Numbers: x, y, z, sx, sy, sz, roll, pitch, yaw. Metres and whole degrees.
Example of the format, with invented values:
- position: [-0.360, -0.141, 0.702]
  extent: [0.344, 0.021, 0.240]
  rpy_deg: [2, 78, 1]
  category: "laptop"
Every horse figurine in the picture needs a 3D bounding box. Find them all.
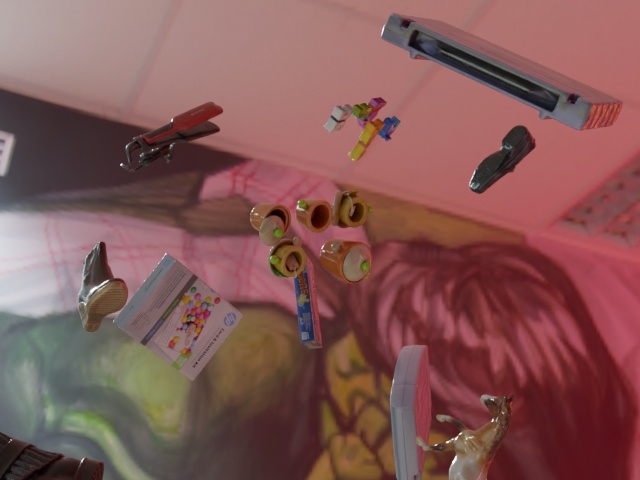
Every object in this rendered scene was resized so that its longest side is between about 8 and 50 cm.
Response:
- position: [0.200, 0.355, 1.635]
  extent: [0.066, 0.263, 0.174]
  rpy_deg: [35, -23, -32]
  category: "horse figurine"

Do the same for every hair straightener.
- position: [-0.260, -0.164, 1.895]
  extent: [0.047, 0.230, 0.089]
  rpy_deg: [31, -47, 22]
  category: "hair straightener"

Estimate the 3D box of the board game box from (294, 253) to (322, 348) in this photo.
- position: [-0.031, 0.141, 2.488]
  extent: [0.035, 0.201, 0.136]
  rpy_deg: [-8, -12, 5]
  category: "board game box"

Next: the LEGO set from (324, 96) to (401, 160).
- position: [0.083, -0.216, 2.171]
  extent: [0.087, 0.227, 0.093]
  rpy_deg: [41, -65, 13]
  category: "LEGO set"

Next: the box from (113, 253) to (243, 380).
- position: [-0.235, 0.131, 1.822]
  extent: [0.038, 0.145, 0.186]
  rpy_deg: [28, -13, 48]
  category: "box"

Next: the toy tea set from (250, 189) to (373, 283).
- position: [0.000, 0.000, 2.323]
  extent: [0.336, 0.200, 0.124]
  rpy_deg: [-5, 17, -41]
  category: "toy tea set"

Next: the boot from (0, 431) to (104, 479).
- position: [-0.544, 0.470, 1.847]
  extent: [0.260, 0.348, 0.131]
  rpy_deg: [16, -61, 1]
  category: "boot"

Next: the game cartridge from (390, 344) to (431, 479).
- position: [0.181, 0.327, 2.147]
  extent: [0.060, 0.294, 0.196]
  rpy_deg: [2, -73, 10]
  category: "game cartridge"

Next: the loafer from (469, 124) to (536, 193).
- position: [0.380, -0.156, 2.243]
  extent: [0.170, 0.062, 0.061]
  rpy_deg: [-46, -54, 9]
  category: "loafer"

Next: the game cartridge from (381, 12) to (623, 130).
- position: [0.294, -0.268, 1.742]
  extent: [0.355, 0.068, 0.230]
  rpy_deg: [29, 15, 22]
  category: "game cartridge"

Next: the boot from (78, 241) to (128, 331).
- position: [-0.547, 0.090, 2.698]
  extent: [0.090, 0.206, 0.248]
  rpy_deg: [9, -32, -28]
  category: "boot"
